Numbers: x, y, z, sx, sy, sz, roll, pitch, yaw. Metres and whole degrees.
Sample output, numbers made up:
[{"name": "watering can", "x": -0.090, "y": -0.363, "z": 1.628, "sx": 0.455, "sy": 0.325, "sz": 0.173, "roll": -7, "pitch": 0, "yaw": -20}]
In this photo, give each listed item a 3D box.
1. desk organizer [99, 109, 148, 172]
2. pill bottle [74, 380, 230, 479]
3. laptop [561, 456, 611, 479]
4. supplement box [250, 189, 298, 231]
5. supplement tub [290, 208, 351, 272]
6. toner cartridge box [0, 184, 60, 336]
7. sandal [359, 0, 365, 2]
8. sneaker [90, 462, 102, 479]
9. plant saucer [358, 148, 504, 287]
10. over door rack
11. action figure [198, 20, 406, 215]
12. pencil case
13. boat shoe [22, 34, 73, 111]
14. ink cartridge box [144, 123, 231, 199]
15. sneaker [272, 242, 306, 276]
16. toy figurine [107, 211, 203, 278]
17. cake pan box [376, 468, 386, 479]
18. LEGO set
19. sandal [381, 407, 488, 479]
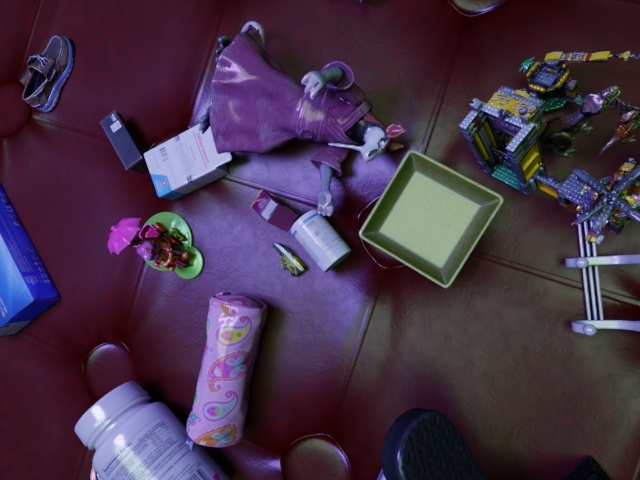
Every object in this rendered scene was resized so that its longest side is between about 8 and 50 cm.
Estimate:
[{"name": "desk organizer", "x": -0.424, "y": -0.216, "z": 0.903, "sx": 0.047, "sy": 0.050, "sz": 0.130, "roll": -34, "pitch": 80, "yaw": 10}, {"name": "pill bottle", "x": -0.327, "y": 0.423, "z": 0.794, "sx": 0.283, "sy": 0.160, "sz": 0.160, "roll": 42, "pitch": 97, "yaw": 12}, {"name": "laptop", "x": 0.358, "y": 0.616, "z": 0.569, "sx": 0.407, "sy": 0.382, "sz": 0.236, "roll": 58, "pitch": 144, "yaw": 30}, {"name": "supplement box", "x": -0.091, "y": -0.058, "z": 0.795, "sx": 0.043, "sy": 0.055, "sz": 0.083, "roll": -56, "pitch": 40, "yaw": 6}, {"name": "supplement tub", "x": 0.000, "y": 0.000, "z": 0.782, "sx": 0.071, "sy": 0.071, "sz": 0.107, "roll": -40, "pitch": 80, "yaw": 9}, {"name": "toner cartridge box", "x": -0.772, "y": 0.038, "z": 0.962, "sx": 0.165, "sy": 0.075, "sz": 0.347, "roll": -36, "pitch": 80, "yaw": 8}, {"name": "sandal", "x": 0.010, "y": -0.555, "z": 0.797, "sx": 0.076, "sy": 0.102, "sz": 0.265, "roll": -27, "pitch": 73, "yaw": 12}, {"name": "sneaker", "x": -0.398, "y": 0.529, "z": 0.854, "sx": 0.083, "sy": 0.084, "sz": 0.214, "roll": -34, "pitch": 84, "yaw": -4}, {"name": "plant saucer", "x": 0.197, "y": -0.040, "z": 0.749, "sx": 0.188, "sy": 0.045, "sz": 0.188, "roll": 32, "pitch": 95, "yaw": 12}, {"name": "over door rack", "x": 0.563, "y": 0.023, "z": 0.628, "sx": 0.325, "sy": 0.108, "sz": 0.239, "roll": -4, "pitch": 87, "yaw": 13}, {"name": "action figure", "x": -0.023, "y": -0.230, "z": 0.774, "sx": 0.371, "sy": 0.275, "sz": 0.248, "roll": 14, "pitch": 130, "yaw": -1}, {"name": "pencil case", "x": -0.182, "y": 0.246, "z": 0.790, "sx": 0.124, "sy": 0.124, "sz": 0.283, "roll": 12, "pitch": 91, "yaw": 14}, {"name": "boat shoe", "x": -0.637, "y": -0.396, "z": 0.954, "sx": 0.066, "sy": 0.066, "sz": 0.183, "roll": 17, "pitch": 91, "yaw": 13}, {"name": "ink cartridge box", "x": -0.265, "y": -0.168, "z": 0.857, "sx": 0.180, "sy": 0.060, "sz": 0.104, "roll": -23, "pitch": 82, "yaw": 12}, {"name": "sneaker", "x": -0.069, "y": 0.039, "z": 0.816, "sx": 0.083, "sy": 0.031, "sz": 0.035, "roll": 43, "pitch": 98, "yaw": 12}, {"name": "toy figurine", "x": -0.339, "y": 0.013, "z": 0.817, "sx": 0.173, "sy": 0.159, "sz": 0.130, "roll": 41, "pitch": 97, "yaw": 11}, {"name": "cake pan box", "x": 0.203, "y": 0.524, "z": 0.712, "sx": 0.267, "sy": 0.070, "sz": 0.245, "roll": 25, "pitch": 95, "yaw": 13}, {"name": "LEGO set", "x": 0.372, "y": -0.166, "z": 0.588, "sx": 0.255, "sy": 0.192, "sz": 0.331, "roll": -46, "pitch": 54, "yaw": 12}, {"name": "sandal", "x": 0.217, "y": 0.456, "z": 0.613, "sx": 0.168, "sy": 0.107, "sz": 0.445, "roll": -25, "pitch": 88, "yaw": -34}]
